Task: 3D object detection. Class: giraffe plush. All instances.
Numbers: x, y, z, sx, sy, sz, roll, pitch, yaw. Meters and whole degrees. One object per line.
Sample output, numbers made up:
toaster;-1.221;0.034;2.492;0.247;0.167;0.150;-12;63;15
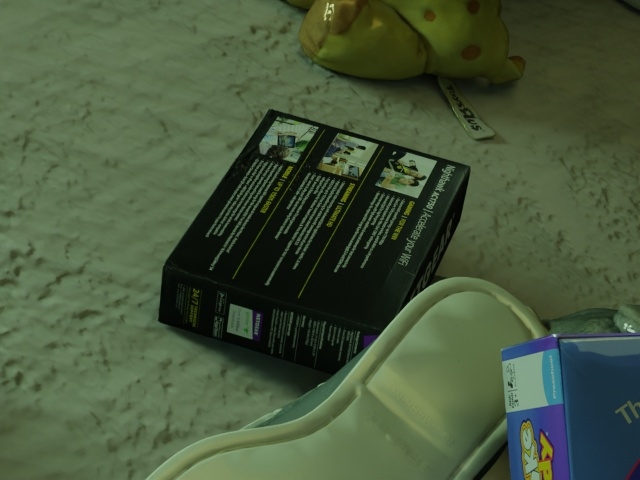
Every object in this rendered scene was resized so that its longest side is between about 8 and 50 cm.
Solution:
giraffe plush;0.083;-0.200;1.297;0.210;0.170;0.181;44;41;20

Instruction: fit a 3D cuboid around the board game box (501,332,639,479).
board game box;0.268;0.155;0.894;0.347;0.078;0.233;-1;82;-14

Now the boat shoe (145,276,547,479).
boat shoe;-0.007;0.134;0.921;0.116;0.099;0.319;45;52;9

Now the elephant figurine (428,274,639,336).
elephant figurine;0.181;0.091;1.060;0.186;0.169;0.239;44;15;-25

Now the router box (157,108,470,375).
router box;0.000;0.000;1.104;0.133;0.046;0.179;17;38;11

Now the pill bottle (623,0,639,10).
pill bottle;0.303;-0.287;1.484;0.121;0.216;0.121;16;40;-14
